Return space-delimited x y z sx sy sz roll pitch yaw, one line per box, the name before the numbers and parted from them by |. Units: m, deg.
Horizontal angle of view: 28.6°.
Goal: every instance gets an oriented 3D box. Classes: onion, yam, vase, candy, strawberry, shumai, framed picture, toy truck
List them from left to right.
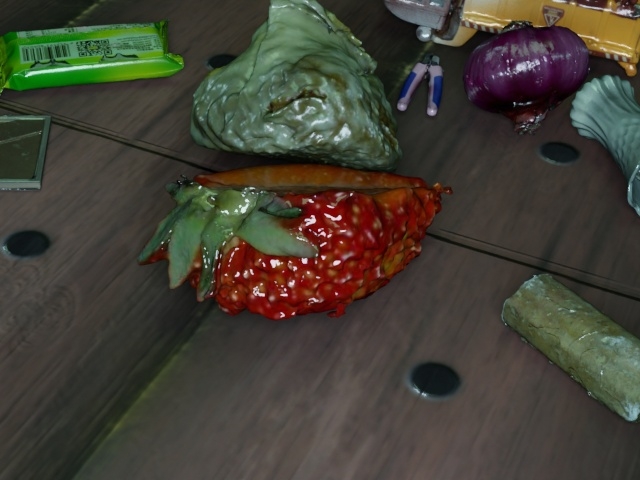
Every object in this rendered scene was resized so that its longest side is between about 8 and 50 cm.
framed picture | -0.305 -0.075 1.053 0.149 0.011 0.109 0 37 -6
candy | -0.223 -0.174 1.179 0.178 0.032 0.102 -8 34 -14
strawberry | -0.009 -0.003 0.923 0.174 0.098 0.228 9 12 31
shumai | -0.004 -0.130 1.017 0.184 0.142 0.184 6 0 0
toy truck | 0.197 -0.259 1.258 0.270 0.135 0.114 14 35 7
onion | 0.186 -0.147 1.132 0.115 0.104 0.115 -2 -6 0
yam | 0.187 0.074 0.865 0.054 0.054 0.132 -21 42 -30
vase | 0.267 -0.086 1.073 0.081 0.081 0.148 -6 33 -14

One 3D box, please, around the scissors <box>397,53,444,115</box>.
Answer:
scissors | 0.100 -0.151 1.193 0.039 0.012 0.113 10 36 9
